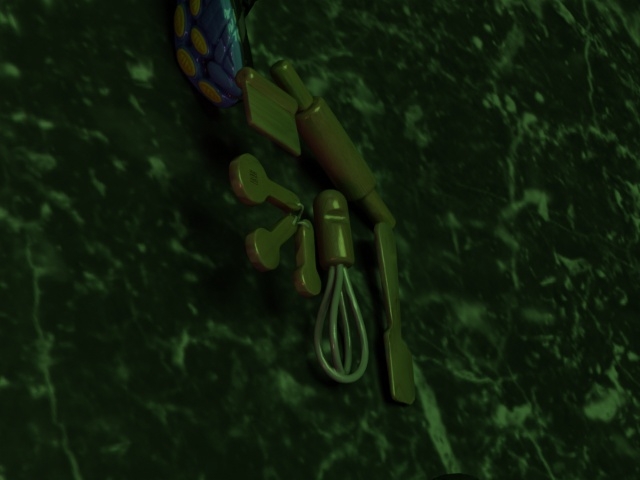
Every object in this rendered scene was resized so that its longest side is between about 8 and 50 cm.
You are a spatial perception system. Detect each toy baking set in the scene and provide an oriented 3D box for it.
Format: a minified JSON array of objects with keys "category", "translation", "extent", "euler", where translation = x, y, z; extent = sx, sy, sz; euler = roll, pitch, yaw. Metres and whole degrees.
[{"category":"toy baking set","translation":[0.001,-0.005,1.221],"extent":[0.256,0.030,0.197],"euler":[53,34,-29]}]

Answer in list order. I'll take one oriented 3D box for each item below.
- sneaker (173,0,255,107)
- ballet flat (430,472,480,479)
[{"category":"sneaker","translation":[-0.070,-0.184,1.263],"extent":[0.078,0.067,0.188],"euler":[13,52,-36]},{"category":"ballet flat","translation":[0.071,0.219,1.146],"extent":[0.173,0.057,0.049],"euler":[-55,146,-49]}]
